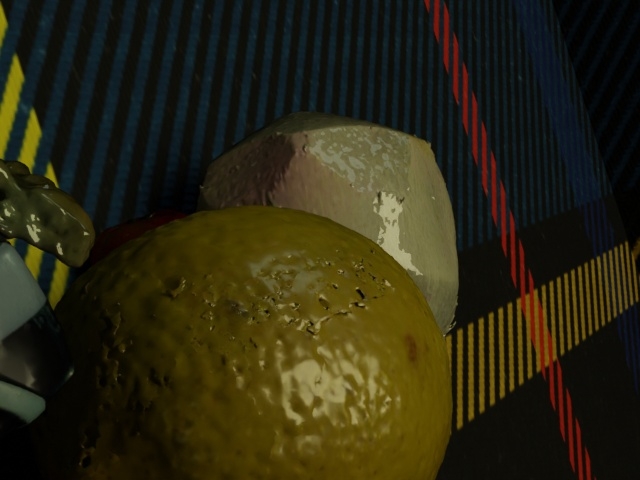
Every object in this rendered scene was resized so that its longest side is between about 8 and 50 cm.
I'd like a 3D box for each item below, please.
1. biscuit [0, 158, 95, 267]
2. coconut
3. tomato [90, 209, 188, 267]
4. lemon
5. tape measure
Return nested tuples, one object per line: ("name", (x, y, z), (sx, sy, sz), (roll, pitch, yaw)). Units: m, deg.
("biscuit", (-0.249, -0.069, 0.865), (0.273, 0.036, 0.187), (28, 0, -21))
("coconut", (0.002, 0.000, 1.284), (0.227, 0.227, 0.231), (21, 56, -61))
("tomato", (-0.125, 0.018, 1.171), (0.087, 0.087, 0.075), (-28, 104, -66))
("lemon", (-0.046, 0.104, 1.053), (0.310, 0.258, 0.258), (-8, 80, -41))
("tape measure", (-0.221, 0.070, 0.809), (0.107, 0.182, 0.181), (62, 23, -11))
